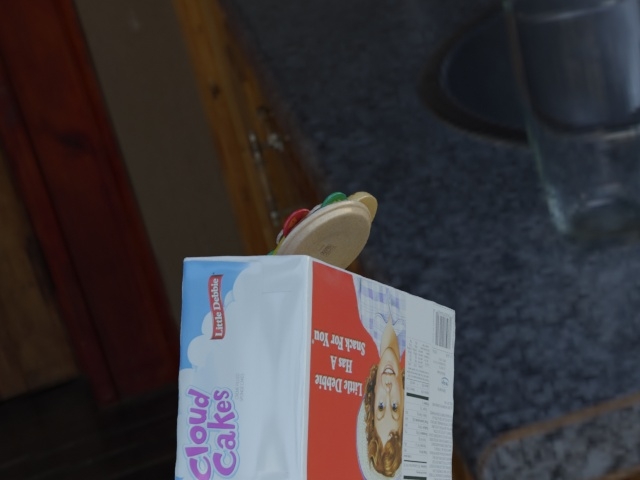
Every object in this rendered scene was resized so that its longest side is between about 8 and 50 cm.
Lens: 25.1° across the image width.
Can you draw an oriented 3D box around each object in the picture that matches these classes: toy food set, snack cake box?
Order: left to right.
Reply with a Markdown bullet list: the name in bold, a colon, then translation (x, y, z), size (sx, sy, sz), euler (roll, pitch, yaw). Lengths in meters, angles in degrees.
- **toy food set**: translation (0.000, 0.000, 0.991), size (0.082, 0.083, 0.020), euler (0, 43, -47)
- **snack cake box**: translation (0.006, 0.104, 0.959), size (0.089, 0.152, 0.264), euler (-2, -11, 24)
